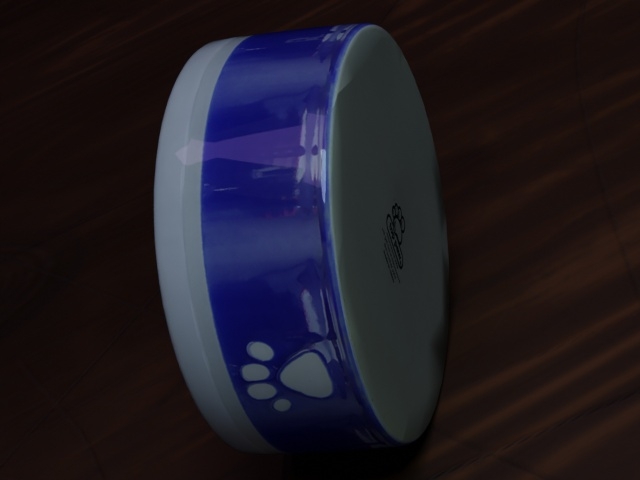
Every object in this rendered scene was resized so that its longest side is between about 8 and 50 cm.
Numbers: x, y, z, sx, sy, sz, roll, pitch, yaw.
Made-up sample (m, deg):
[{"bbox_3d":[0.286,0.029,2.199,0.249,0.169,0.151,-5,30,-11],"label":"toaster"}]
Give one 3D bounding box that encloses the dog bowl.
[{"bbox_3d":[0.000,0.000,0.802,0.104,0.264,0.265,-5,38,19],"label":"dog bowl"}]
